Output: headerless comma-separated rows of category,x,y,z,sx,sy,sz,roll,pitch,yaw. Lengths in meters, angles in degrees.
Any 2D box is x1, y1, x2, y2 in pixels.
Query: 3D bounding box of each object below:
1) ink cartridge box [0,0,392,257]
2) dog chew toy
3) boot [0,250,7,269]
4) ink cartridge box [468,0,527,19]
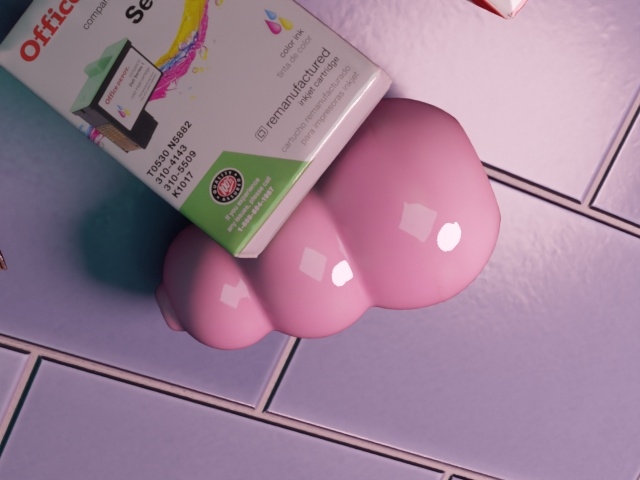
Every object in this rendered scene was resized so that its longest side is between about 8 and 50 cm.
ink cartridge box,-0.110,-0.147,1.245,0.278,0.117,0.201,39,95,7
dog chew toy,0.000,0.000,1.377,0.332,0.206,0.206,-25,117,1
boot,-0.364,0.012,1.339,0.114,0.037,0.106,-35,105,-7
ink cartridge box,0.137,-0.323,1.248,0.114,0.273,0.197,36,96,-23
